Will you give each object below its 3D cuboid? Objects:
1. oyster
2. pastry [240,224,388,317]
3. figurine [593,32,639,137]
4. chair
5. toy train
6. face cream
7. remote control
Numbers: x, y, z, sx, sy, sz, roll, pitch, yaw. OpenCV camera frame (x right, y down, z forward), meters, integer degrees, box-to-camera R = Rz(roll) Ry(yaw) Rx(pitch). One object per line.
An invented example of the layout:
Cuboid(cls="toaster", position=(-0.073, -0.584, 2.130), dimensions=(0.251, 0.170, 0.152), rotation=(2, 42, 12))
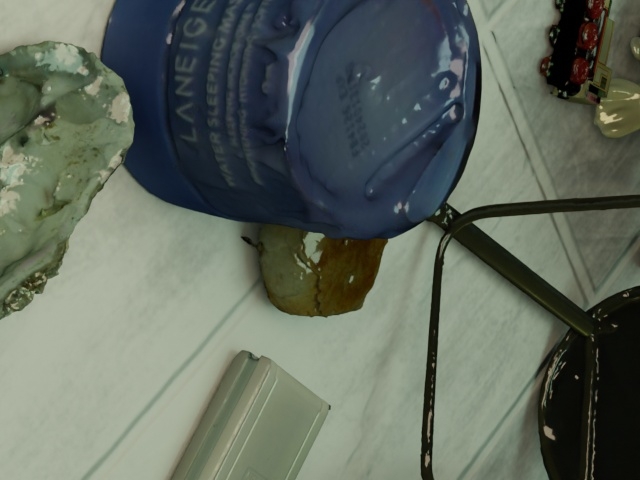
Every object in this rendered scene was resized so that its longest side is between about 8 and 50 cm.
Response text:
Cuboid(cls="oyster", position=(-0.235, -0.030, 1.245), dimensions=(0.199, 0.087, 0.252), rotation=(4, 89, -38))
Cuboid(cls="pastry", position=(0.005, 0.002, 1.515), dimensions=(0.153, 0.081, 0.153), rotation=(-10, 104, -46))
Cuboid(cls="figurine", position=(0.445, -0.113, 1.856), dimensions=(0.275, 0.226, 0.394), rotation=(-6, 81, -7))
Cuboid(cls="chair", position=(0.293, 0.137, 1.654), dimensions=(0.410, 0.362, 0.364), rotation=(31, 58, -58))
Cuboid(cls="toy train", position=(0.287, -0.217, 1.797), dimensions=(0.087, 0.050, 0.138), rotation=(14, 87, -52))
Cuboid(cls="face cream", position=(-0.019, -0.132, 1.356), dimensions=(0.249, 0.225, 0.249), rotation=(-12, 106, -46))
Cuboid(cls="remote control", position=(-0.095, 0.244, 1.485), dimensions=(0.103, 0.055, 0.277), rotation=(42, 69, -44))
